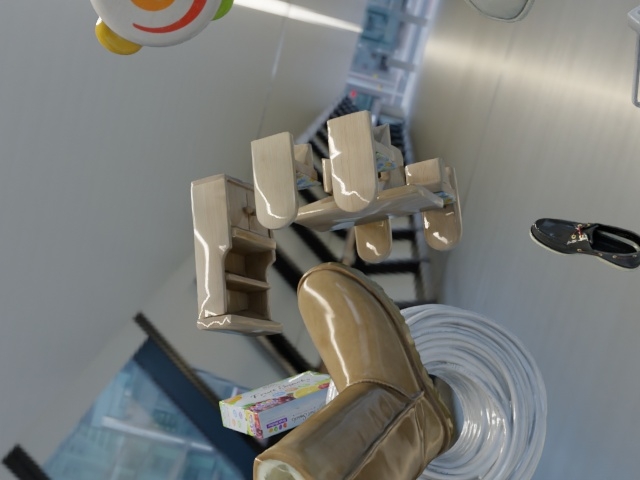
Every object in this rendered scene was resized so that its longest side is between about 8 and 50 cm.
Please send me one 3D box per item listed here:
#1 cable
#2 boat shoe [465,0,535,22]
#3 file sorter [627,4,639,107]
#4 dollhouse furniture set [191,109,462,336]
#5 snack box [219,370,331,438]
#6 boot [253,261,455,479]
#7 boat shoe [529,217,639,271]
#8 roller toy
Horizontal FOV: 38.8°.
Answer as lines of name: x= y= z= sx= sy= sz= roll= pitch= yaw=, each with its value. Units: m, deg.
cable: x=0.133 y=0.204 z=1.047 sx=0.089 sy=0.257 sz=0.257 roll=140 pitch=130 yaw=-71
boat shoe: x=0.156 y=-0.302 z=0.821 sx=0.254 sy=0.095 sz=0.079 roll=54 pitch=-129 yaw=-54
file sorter: x=0.496 y=-0.160 z=0.977 sx=0.277 sy=0.193 sz=0.173 roll=53 pitch=171 yaw=34
dollhouse furniture set: x=0.000 y=0.000 z=1.480 sx=0.362 sy=0.394 sz=0.256 roll=19 pitch=-117 yaw=-61
snack box: x=-0.042 y=0.205 z=1.147 sx=0.100 sy=0.141 sz=0.037 roll=-4 pitch=98 yaw=56
boot: x=0.016 y=0.145 z=0.794 sx=0.089 sy=0.236 sz=0.269 roll=-40 pitch=-6 yaw=26
boat shoe: x=0.311 y=-0.004 z=1.058 sx=0.042 sy=0.133 sz=0.049 roll=81 pitch=-148 yaw=-55
roller toy: x=-0.235 y=-0.376 z=1.281 sx=0.146 sy=0.209 sz=0.191 roll=-112 pitch=5 yaw=-60
